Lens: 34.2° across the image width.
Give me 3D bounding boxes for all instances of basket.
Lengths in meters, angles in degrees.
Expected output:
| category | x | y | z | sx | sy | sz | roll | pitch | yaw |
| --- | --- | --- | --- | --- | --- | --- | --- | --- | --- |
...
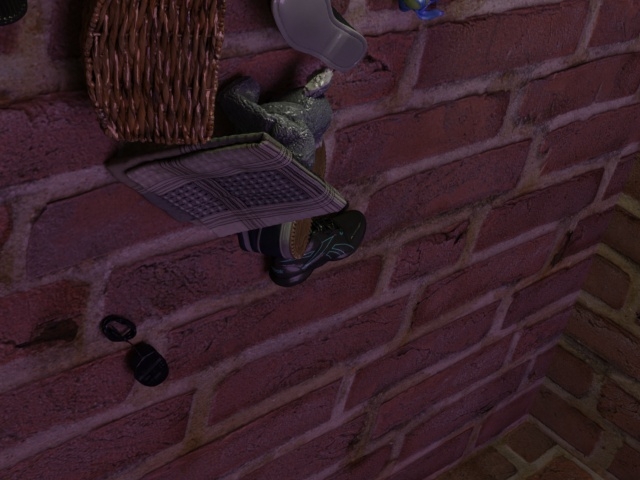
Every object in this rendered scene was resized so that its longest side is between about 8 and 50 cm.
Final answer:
| category | x | y | z | sx | sy | sz | roll | pitch | yaw |
| --- | --- | --- | --- | --- | --- | --- | --- | --- | --- |
| basket | -0.269 | -0.327 | 1.630 | 0.213 | 0.223 | 0.299 | 1 | 126 | -14 |

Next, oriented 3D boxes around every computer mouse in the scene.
| category | x | y | z | sx | sy | sz | roll | pitch | yaw |
| --- | --- | --- | --- | --- | --- | --- | --- | --- | --- |
| computer mouse | -0.372 | 0.217 | 2.069 | 0.071 | 0.041 | 0.242 | -43 | 140 | -14 |

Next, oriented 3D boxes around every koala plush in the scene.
| category | x | y | z | sx | sy | sz | roll | pitch | yaw |
| --- | --- | --- | --- | --- | --- | --- | --- | --- | --- |
| koala plush | -0.054 | -0.215 | 1.946 | 0.221 | 0.203 | 0.196 | -41 | 150 | -42 |

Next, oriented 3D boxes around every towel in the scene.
| category | x | y | z | sx | sy | sz | roll | pitch | yaw |
| --- | --- | --- | --- | --- | --- | --- | --- | --- | --- |
| towel | -0.162 | -0.089 | 1.828 | 0.312 | 0.324 | 0.056 | 35 | 52 | -58 |

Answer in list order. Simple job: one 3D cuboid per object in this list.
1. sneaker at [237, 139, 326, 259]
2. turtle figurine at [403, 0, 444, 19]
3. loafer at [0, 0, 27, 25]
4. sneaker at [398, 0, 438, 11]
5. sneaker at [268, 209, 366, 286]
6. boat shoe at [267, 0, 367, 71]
| category | x | y | z | sx | sy | sz | roll | pitch | yaw |
| --- | --- | --- | --- | --- | --- | --- | --- | --- | --- |
| sneaker | -0.086 | -0.099 | 2.097 | 0.099 | 0.153 | 0.282 | 44 | 53 | -55 |
| turtle figurine | 0.234 | -0.577 | 1.938 | 0.266 | 0.197 | 0.275 | -56 | 133 | -24 |
| loafer | -0.490 | -0.313 | 1.387 | 0.220 | 0.078 | 0.080 | -29 | 109 | -50 |
| sneaker | 0.235 | -0.525 | 2.131 | 0.209 | 0.069 | 0.082 | -30 | 153 | -33 |
| sneaker | 0.000 | 0.000 | 2.281 | 0.267 | 0.101 | 0.106 | -36 | 141 | -27 |
| boat shoe | -0.023 | -0.397 | 1.884 | 0.114 | 0.091 | 0.302 | -48 | 150 | 4 |
